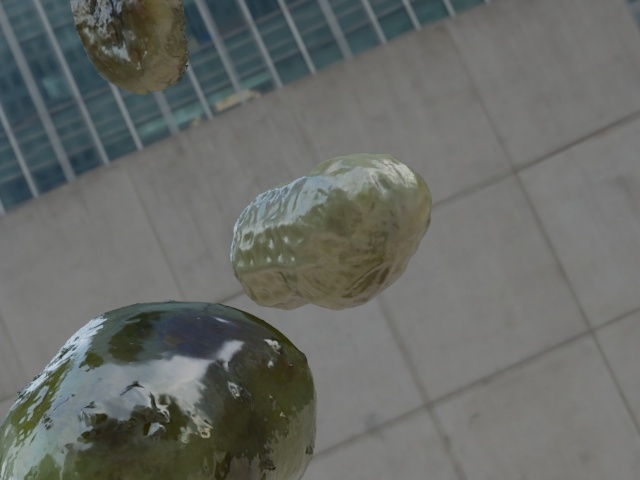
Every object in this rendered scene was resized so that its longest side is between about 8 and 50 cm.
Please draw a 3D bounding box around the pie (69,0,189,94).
[{"bbox_3d":[-0.170,-0.235,1.154,0.052,0.218,0.185,-23,2,-35],"label":"pie"}]

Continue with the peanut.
[{"bbox_3d":[0.000,0.000,1.393,0.152,0.152,0.313,-19,1,-33],"label":"peanut"}]

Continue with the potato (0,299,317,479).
[{"bbox_3d":[-0.118,0.140,0.956,0.307,0.210,0.173,-43,-26,-71],"label":"potato"}]
